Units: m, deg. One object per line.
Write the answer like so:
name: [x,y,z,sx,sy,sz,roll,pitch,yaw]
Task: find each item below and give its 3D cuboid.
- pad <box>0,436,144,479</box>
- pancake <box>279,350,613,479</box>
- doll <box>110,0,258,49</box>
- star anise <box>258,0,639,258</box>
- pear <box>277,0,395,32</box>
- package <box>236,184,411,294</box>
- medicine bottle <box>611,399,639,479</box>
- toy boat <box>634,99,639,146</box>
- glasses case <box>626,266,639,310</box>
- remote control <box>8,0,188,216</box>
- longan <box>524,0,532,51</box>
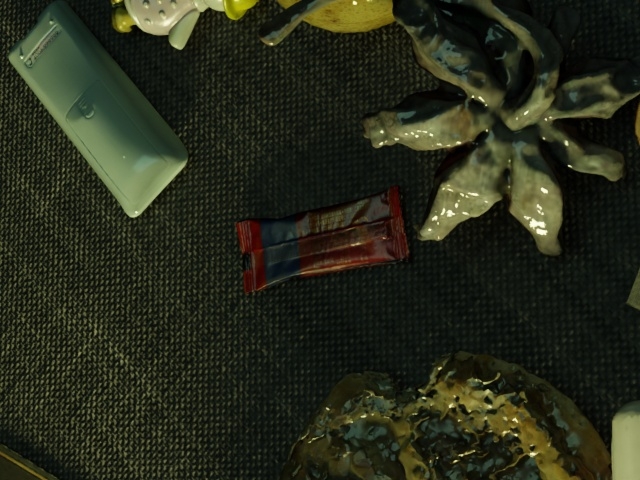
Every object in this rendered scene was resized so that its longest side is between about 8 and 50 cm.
pad: [-0.336,0.351,1.601,0.375,0.063,0.315,23,91,28]
pancake: [0.119,0.285,1.380,0.382,0.071,0.382,-6,77,27]
doll: [-0.149,-0.282,1.619,0.207,0.081,0.129,-6,85,24]
star anise: [0.154,-0.117,1.345,0.359,0.139,0.316,-17,98,5]
pear: [0.030,-0.330,1.476,0.211,0.188,0.229,-12,75,17]
package: [0.000,0.000,1.521,0.200,0.022,0.083,-12,74,25]
medicine bottle: [0.351,0.318,1.179,0.211,0.211,0.372,-6,78,26]
toy boat: [0.348,-0.127,1.310,0.061,0.116,0.188,41,133,38]
glasses case: [0.374,0.066,1.277,0.205,0.047,0.071,29,106,43]
remote control: [-0.266,-0.158,1.671,0.103,0.051,0.293,-46,63,12]
longan: [0.169,-0.209,1.440,0.119,0.106,0.106,19,89,-10]
